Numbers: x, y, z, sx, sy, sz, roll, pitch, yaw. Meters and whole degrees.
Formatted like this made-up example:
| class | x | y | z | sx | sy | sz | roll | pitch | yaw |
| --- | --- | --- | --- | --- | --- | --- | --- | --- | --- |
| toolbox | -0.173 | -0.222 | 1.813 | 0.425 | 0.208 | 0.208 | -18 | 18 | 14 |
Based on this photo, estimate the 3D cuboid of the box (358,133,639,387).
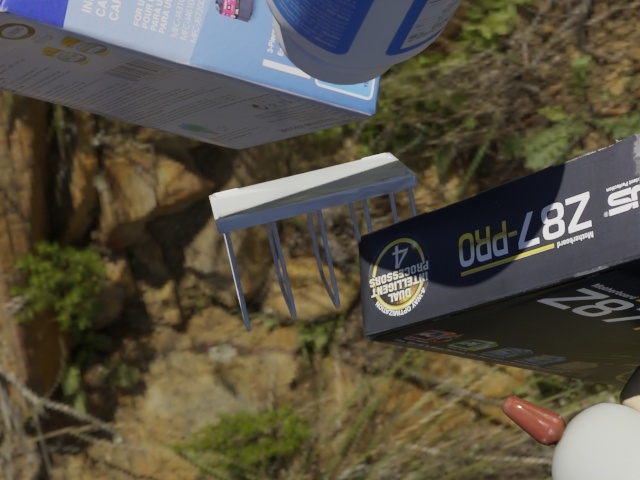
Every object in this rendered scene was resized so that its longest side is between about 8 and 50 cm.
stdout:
| class | x | y | z | sx | sy | sz | roll | pitch | yaw |
| --- | --- | --- | --- | --- | --- | --- | --- | --- | --- |
| box | 0.277 | 0.032 | 0.957 | 0.318 | 0.395 | 0.097 | -22 | 63 | 43 |

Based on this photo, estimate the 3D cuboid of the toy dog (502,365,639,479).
| class | x | y | z | sx | sy | sz | roll | pitch | yaw |
| --- | --- | --- | --- | --- | --- | --- | --- | --- | --- |
| toy dog | 0.219 | 0.175 | 0.841 | 0.220 | 0.161 | 0.334 | -66 | 6 | -12 |

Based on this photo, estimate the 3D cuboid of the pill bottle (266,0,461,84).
| class | x | y | z | sx | sy | sz | roll | pitch | yaw |
| --- | --- | --- | --- | --- | --- | --- | --- | --- | --- |
| pill bottle | 0.031 | -0.173 | 0.695 | 0.221 | 0.124 | 0.124 | 125 | 126 | -70 |

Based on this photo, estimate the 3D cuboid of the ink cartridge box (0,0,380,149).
| class | x | y | z | sx | sy | sz | roll | pitch | yaw |
| --- | --- | --- | --- | --- | --- | --- | --- | --- | --- |
| ink cartridge box | -0.173 | -0.200 | 1.040 | 0.270 | 0.395 | 0.151 | -5 | 77 | 59 |

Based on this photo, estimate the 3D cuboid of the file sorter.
| class | x | y | z | sx | sy | sz | roll | pitch | yaw |
| --- | --- | --- | --- | --- | --- | --- | --- | --- | --- |
| file sorter | 0.000 | 0.000 | 1.737 | 0.193 | 0.278 | 0.173 | -121 | 17 | -74 |
